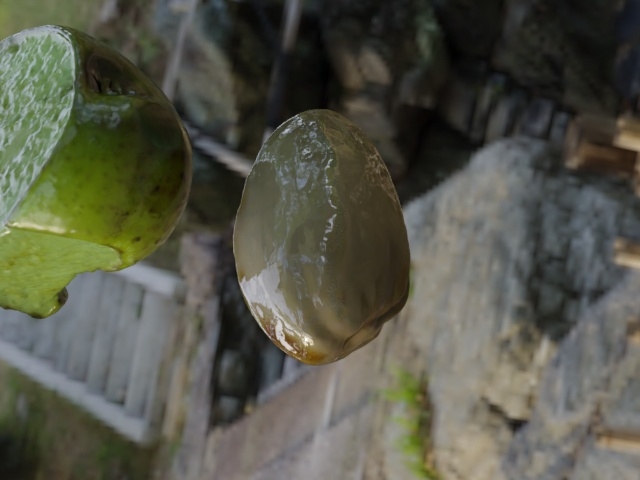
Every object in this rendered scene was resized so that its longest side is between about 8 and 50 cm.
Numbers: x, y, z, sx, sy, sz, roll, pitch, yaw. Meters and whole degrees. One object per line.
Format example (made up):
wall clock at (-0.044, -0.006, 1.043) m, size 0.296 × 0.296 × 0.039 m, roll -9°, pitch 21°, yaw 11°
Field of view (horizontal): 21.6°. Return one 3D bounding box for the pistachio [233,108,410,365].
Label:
pistachio at (0.000, 0.000, 1.353) m, size 0.144 × 0.144 × 0.215 m, roll 112°, pitch 157°, yaw -55°

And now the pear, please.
pear at (-0.206, -0.079, 1.434) m, size 0.255 × 0.164 × 0.238 m, roll -24°, pitch 50°, yaw 41°
